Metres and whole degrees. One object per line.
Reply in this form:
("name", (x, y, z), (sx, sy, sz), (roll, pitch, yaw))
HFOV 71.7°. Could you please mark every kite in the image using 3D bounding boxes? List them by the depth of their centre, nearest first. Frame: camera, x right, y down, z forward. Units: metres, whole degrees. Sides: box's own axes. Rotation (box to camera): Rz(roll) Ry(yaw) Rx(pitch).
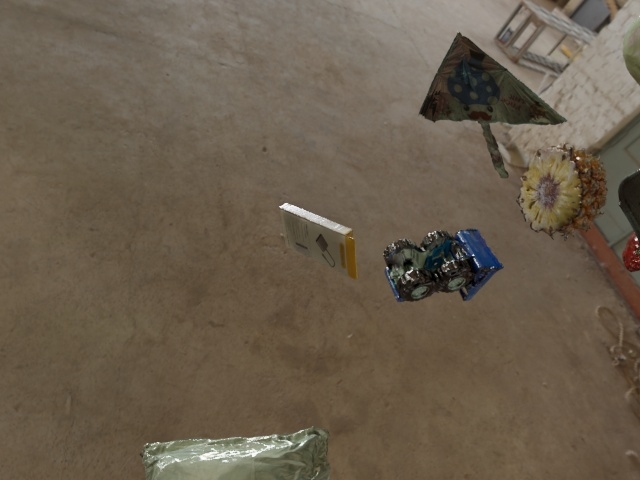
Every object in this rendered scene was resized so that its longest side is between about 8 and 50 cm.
("kite", (0.308, -0.250, 0.856), (0.011, 0.335, 0.314), (-41, 123, -16))

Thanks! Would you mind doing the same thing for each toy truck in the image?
("toy truck", (0.238, 0.060, 0.882), (0.208, 0.126, 0.113), (-13, 48, -5))

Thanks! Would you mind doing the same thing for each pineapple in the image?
("pineapple", (0.477, -0.091, 0.828), (0.137, 0.161, 0.175), (-4, 93, -14))

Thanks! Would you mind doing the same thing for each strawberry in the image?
("strawberry", (0.922, 0.017, 1.285), (0.087, 0.167, 0.208), (44, 4, 7))

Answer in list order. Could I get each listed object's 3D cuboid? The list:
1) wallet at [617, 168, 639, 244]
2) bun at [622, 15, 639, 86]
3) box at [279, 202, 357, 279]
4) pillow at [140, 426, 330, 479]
("wallet", (0.460, 0.034, 0.487), (0.045, 0.172, 0.318), (-8, 67, -16))
("bun", (0.711, -0.329, 0.795), (0.283, 0.283, 0.179), (21, 75, -13))
("box", (0.000, 0.000, 1.102), (0.247, 0.129, 0.033), (25, 45, 35))
("pillow", (-0.131, 0.439, 0.659), (0.310, 0.138, 0.283), (-3, 69, -2))
